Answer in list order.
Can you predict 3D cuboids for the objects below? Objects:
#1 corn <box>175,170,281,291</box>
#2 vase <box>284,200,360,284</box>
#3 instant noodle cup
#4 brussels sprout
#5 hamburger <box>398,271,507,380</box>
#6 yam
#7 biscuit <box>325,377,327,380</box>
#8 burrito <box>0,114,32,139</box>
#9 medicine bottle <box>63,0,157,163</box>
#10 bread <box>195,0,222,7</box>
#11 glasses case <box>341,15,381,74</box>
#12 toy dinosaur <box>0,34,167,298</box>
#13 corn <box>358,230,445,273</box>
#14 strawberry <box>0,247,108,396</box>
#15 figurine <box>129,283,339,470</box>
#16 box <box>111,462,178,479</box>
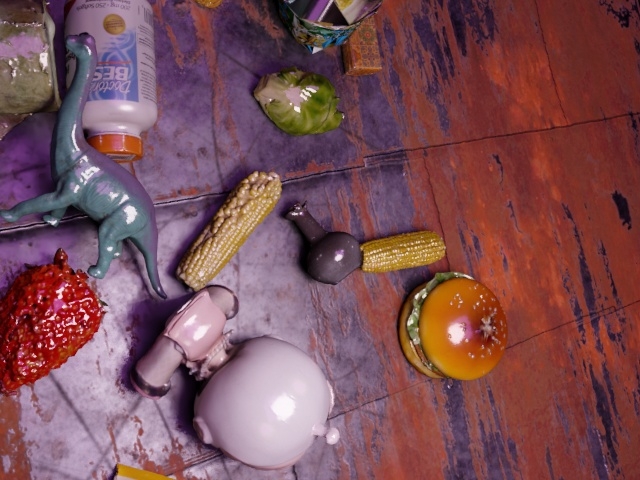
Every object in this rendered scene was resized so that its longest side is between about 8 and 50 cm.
[{"bbox_3d":[-0.175,-0.026,1.434,0.086,0.086,0.288,43,67,-16],"label":"corn"},{"bbox_3d":[0.000,0.000,1.515,0.120,0.120,0.183,-35,86,-28],"label":"vase"},{"bbox_3d":[0.010,-0.511,1.526,0.240,0.178,0.240,1,84,-8],"label":"instant noodle cup"},{"bbox_3d":[-0.044,-0.289,1.543,0.181,0.100,0.139,14,95,-37],"label":"brussels sprout"},{"bbox_3d":[0.298,0.189,1.608,0.246,0.170,0.246,4,82,-30],"label":"hamburger"},{"bbox_3d":[-0.571,-0.291,1.185,0.300,0.195,0.195,-9,87,-23],"label":"yam"},{"bbox_3d":[-0.045,0.299,1.492,0.147,0.018,0.071,13,79,-27],"label":"biscuit"},{"bbox_3d":[-0.565,-0.193,1.273,0.051,0.042,0.171,42,64,-5],"label":"burrito"},{"bbox_3d":[-0.373,-0.288,1.324,0.157,0.157,0.288,0,82,-28],"label":"medicine bottle"},{"bbox_3d":[-0.228,-0.513,1.500,0.083,0.046,0.081,-4,79,-27],"label":"bread"},{"bbox_3d":[0.079,-0.482,1.658,0.075,0.049,0.218,-6,86,-27],"label":"glasses case"},{"bbox_3d":[-0.330,-0.110,1.244,0.383,0.129,0.331,33,105,-26],"label":"toy dinosaur"},{"bbox_3d":[0.177,0.025,1.619,0.238,0.080,0.080,-9,87,-31],"label":"corn"},{"bbox_3d":[-0.474,0.138,1.238,0.174,0.098,0.228,49,63,-13],"label":"strawberry"},{"bbox_3d":[-0.146,0.261,1.333,0.361,0.211,0.253,45,75,-8],"label":"figurine"},{"bbox_3d":[-0.298,0.494,1.243,0.129,0.247,0.033,24,115,-22],"label":"box"}]
